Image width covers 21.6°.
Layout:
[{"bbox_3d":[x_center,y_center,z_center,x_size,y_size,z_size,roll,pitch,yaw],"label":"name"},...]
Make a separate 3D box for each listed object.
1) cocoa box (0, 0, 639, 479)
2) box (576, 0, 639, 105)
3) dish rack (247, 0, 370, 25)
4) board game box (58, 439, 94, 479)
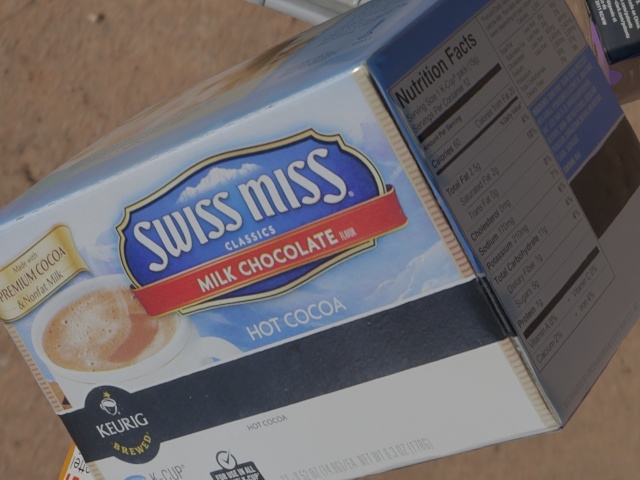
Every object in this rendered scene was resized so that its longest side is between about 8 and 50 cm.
[{"bbox_3d":[0.000,0.000,1.031,0.347,0.231,0.228,-20,105,38],"label":"cocoa box"},{"bbox_3d":[0.371,-0.243,1.527,0.270,0.165,0.143,-17,77,7],"label":"box"},{"bbox_3d":[0.045,-0.282,1.507,0.333,0.072,0.285,22,154,1],"label":"dish rack"},{"bbox_3d":[-0.023,0.391,1.286,0.356,0.356,0.356,23,82,-33],"label":"board game box"}]
